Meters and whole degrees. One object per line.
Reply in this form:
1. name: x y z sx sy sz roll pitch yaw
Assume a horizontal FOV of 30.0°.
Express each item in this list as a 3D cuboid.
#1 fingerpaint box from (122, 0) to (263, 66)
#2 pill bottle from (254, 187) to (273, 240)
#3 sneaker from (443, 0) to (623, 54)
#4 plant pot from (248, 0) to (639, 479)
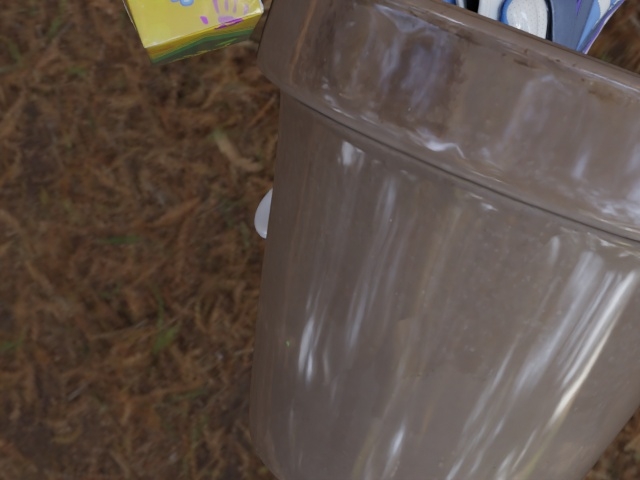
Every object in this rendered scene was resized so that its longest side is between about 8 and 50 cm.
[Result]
1. fingerpaint box: -0.228 -0.469 1.571 0.163 0.371 0.445 -19 97 -5
2. pill bottle: 0.000 0.000 1.682 0.103 0.103 0.184 -27 130 28
3. sneaker: 0.198 -0.247 1.006 0.130 0.236 0.323 34 111 18
4. plant pot: 0.071 0.015 0.561 0.263 0.263 0.229 24 102 15
